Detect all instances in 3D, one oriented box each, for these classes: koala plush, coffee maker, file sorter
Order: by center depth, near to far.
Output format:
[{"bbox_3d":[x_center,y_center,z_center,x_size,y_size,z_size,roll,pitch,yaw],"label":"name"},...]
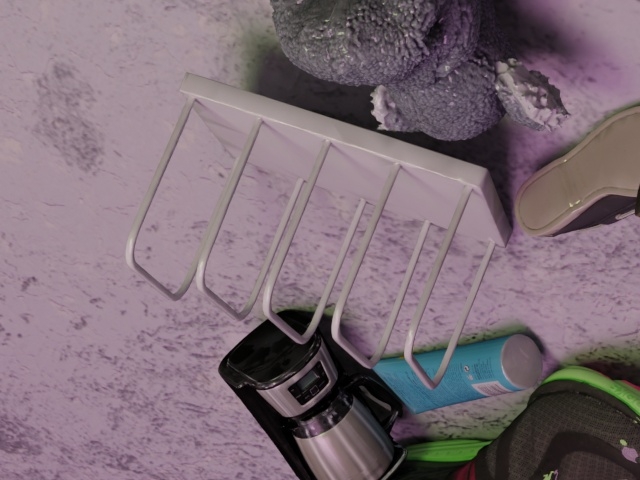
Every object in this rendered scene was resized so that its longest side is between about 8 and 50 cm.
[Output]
[{"bbox_3d":[0.082,-0.159,1.546,0.196,0.203,0.221,0,144,36],"label":"koala plush"},{"bbox_3d":[0.000,0.000,1.710,0.277,0.173,0.193,18,170,16],"label":"file sorter"},{"bbox_3d":[-0.022,0.171,1.999,0.171,0.120,0.178,-7,125,46],"label":"coffee maker"}]

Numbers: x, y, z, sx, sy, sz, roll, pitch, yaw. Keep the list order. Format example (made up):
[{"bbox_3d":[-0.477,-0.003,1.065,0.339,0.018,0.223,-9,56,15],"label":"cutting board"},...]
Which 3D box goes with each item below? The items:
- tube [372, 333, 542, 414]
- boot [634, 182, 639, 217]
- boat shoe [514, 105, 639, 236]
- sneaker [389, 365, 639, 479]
[{"bbox_3d":[0.130,0.133,1.922,0.080,0.052,0.207,52,145,-16],"label":"tube"},{"bbox_3d":[0.345,-0.103,1.461,0.115,0.112,0.305,27,131,-12],"label":"boot"},{"bbox_3d":[0.255,-0.058,1.639,0.065,0.075,0.206,5,155,-43],"label":"boat shoe"},{"bbox_3d":[0.186,0.272,1.905,0.185,0.202,0.483,41,141,-12],"label":"sneaker"}]
